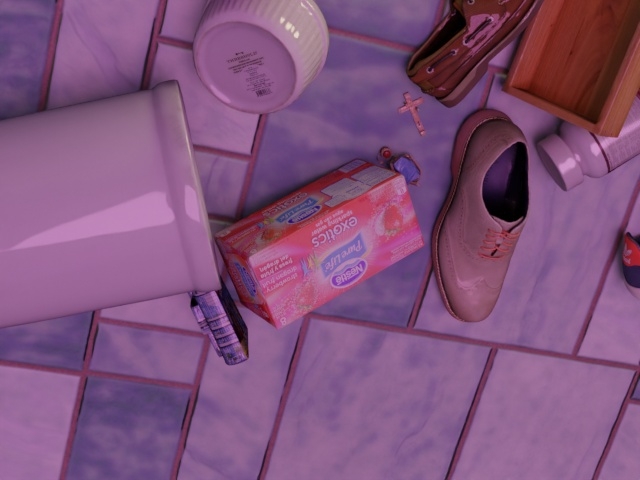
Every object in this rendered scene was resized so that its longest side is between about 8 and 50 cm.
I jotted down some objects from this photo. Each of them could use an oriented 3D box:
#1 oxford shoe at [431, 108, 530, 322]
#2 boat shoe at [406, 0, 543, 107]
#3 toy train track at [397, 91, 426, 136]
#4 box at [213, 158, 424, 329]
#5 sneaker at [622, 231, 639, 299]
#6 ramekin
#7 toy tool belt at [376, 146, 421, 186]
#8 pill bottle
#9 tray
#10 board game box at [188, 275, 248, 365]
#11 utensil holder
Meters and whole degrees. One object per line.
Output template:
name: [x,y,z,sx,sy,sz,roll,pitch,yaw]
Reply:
oxford shoe: [0.285,-0.019,1.804,0.140,0.146,0.397,-5,114,-13]
boat shoe: [0.261,-0.363,1.679,0.104,0.111,0.307,31,103,-22]
toy train track: [0.163,-0.215,1.773,0.048,0.014,0.083,-27,115,0]
box: [0.000,0.000,1.708,0.300,0.154,0.142,-29,116,-20]
sneaker: [0.722,-0.014,1.908,0.350,0.131,0.148,-23,119,-2]
ramekin: [-0.098,-0.292,1.584,0.207,0.109,0.207,10,132,11]
toy tool belt: [0.139,-0.126,1.783,0.052,0.051,0.083,-45,113,8]
pill bottle: [0.495,-0.184,1.796,0.221,0.121,0.121,-32,115,2]
tray: [0.462,-0.394,1.659,0.076,0.202,0.411,1,115,-47]
board game box: [-0.188,0.103,1.756,0.060,0.194,0.194,-25,100,0]
utensil holder: [-0.370,-0.047,1.567,0.385,0.328,0.328,-11,114,-4]
